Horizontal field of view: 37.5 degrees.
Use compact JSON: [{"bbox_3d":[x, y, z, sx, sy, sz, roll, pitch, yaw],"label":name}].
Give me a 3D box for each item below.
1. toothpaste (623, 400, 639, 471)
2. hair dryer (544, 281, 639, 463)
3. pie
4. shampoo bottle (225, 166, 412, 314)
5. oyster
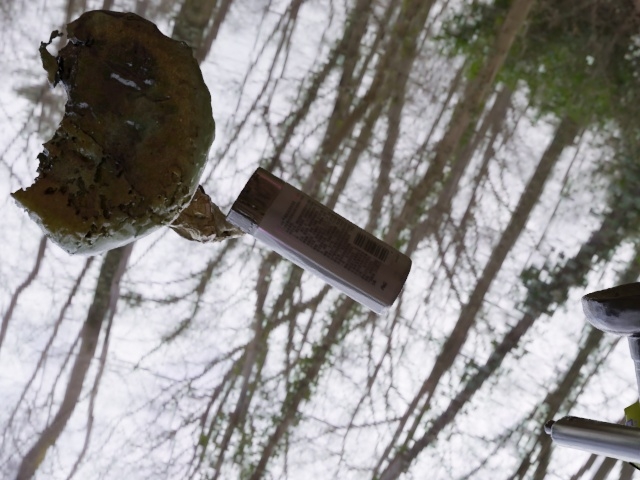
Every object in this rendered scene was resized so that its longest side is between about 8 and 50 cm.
[{"bbox_3d":[0.633,0.382,1.544,0.327,0.077,0.110,36,-140,-18],"label":"toothpaste"},{"bbox_3d":[0.360,0.199,1.189,0.155,0.321,0.284,-10,-171,-39],"label":"hair dryer"},{"bbox_3d":[-0.301,-0.152,1.391,0.296,0.371,0.078,11,180,12],"label":"pie"},{"bbox_3d":[0.000,0.000,1.153,0.227,0.056,0.086,31,-128,-4],"label":"shampoo bottle"},{"bbox_3d":[-0.215,-0.058,1.741,0.191,0.081,0.163,17,-141,-32],"label":"oyster"}]
